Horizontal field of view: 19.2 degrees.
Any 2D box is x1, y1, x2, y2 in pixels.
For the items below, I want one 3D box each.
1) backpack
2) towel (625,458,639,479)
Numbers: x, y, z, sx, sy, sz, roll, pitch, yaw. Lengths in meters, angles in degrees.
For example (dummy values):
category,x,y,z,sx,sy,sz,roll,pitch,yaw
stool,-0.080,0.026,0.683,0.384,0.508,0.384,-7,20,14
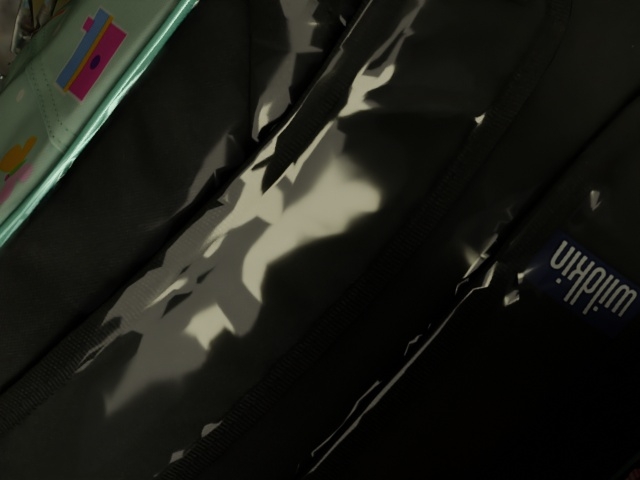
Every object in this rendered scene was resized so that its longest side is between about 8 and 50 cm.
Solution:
category,x,y,z,sx,sy,sz,roll,pitch,yaw
backpack,0.000,0.000,0.427,0.166,0.144,0.188,35,97,-26
towel,0.178,0.127,0.601,0.329,0.037,0.237,-29,120,20
